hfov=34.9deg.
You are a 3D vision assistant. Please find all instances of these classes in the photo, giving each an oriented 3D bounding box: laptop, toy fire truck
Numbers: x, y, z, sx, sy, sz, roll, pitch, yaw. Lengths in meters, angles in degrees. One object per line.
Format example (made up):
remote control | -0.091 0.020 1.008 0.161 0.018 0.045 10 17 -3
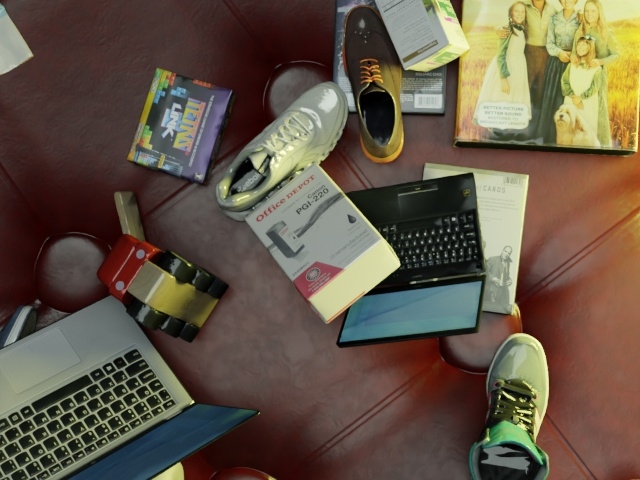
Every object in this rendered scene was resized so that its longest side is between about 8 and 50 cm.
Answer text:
laptop | 0.138 0.029 1.638 0.234 0.136 0.265 -8 83 19
toy fire truck | -0.290 0.028 1.667 0.246 0.217 0.159 32 88 21
laptop | -0.368 0.245 1.506 0.381 0.236 0.408 -27 63 -28

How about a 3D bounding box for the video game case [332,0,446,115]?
video game case | 0.121 -0.354 1.762 0.196 0.026 0.274 2 84 4

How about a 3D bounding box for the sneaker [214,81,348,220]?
sneaker | -0.065 -0.151 1.702 0.110 0.118 0.292 43 90 9

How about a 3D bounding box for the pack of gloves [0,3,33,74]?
pack of gloves | -0.651 -0.383 1.805 0.195 0.046 0.232 -29 83 1

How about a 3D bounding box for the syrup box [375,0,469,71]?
syrup box | 0.150 -0.405 1.691 0.096 0.093 0.237 -27 81 29

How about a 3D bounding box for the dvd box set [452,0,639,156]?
dvd box set | 0.390 -0.360 1.726 0.307 0.062 0.421 4 85 4

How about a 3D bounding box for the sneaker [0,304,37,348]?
sneaker | -0.594 0.184 1.723 0.163 0.086 0.226 28 88 3

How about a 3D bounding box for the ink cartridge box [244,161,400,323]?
ink cartridge box | 0.000 0.000 1.653 0.158 0.092 0.218 -39 50 -1

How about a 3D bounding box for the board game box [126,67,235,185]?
board game box | -0.240 -0.195 1.758 0.141 0.048 0.170 16 86 6

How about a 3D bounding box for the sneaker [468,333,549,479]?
sneaker | 0.302 0.292 1.607 0.123 0.178 0.296 10 85 5

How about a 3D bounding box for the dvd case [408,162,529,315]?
dvd case | 0.249 -0.003 1.716 0.179 0.029 0.239 7 85 5

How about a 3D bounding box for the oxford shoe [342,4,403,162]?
oxford shoe | 0.093 -0.270 1.693 0.096 0.098 0.272 -12 84 3

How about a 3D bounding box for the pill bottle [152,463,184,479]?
pill bottle | -0.400 0.424 1.635 0.333 0.188 0.188 5 85 4
